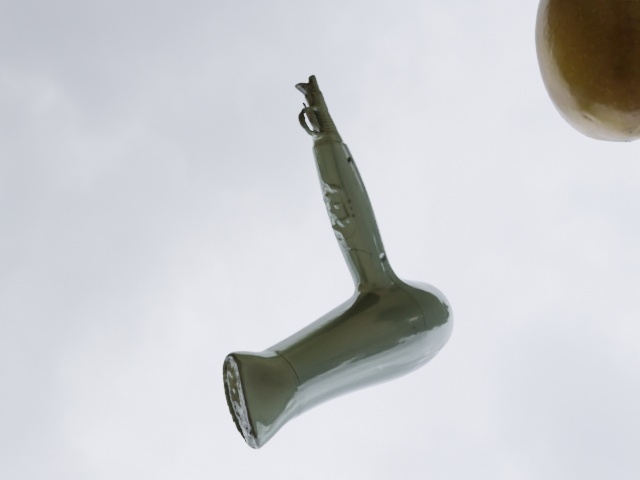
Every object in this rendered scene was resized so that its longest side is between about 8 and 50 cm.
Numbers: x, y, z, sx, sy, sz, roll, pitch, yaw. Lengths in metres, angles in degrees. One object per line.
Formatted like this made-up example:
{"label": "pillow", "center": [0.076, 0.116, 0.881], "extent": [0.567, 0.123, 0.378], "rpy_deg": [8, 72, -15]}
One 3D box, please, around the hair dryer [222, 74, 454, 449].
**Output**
{"label": "hair dryer", "center": [0.000, 0.000, 0.532], "extent": [0.075, 0.206, 0.237], "rpy_deg": [-9, -87, 44]}

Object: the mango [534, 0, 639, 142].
{"label": "mango", "center": [0.231, -0.180, 0.564], "extent": [0.136, 0.099, 0.228], "rpy_deg": [8, -112, -1]}
